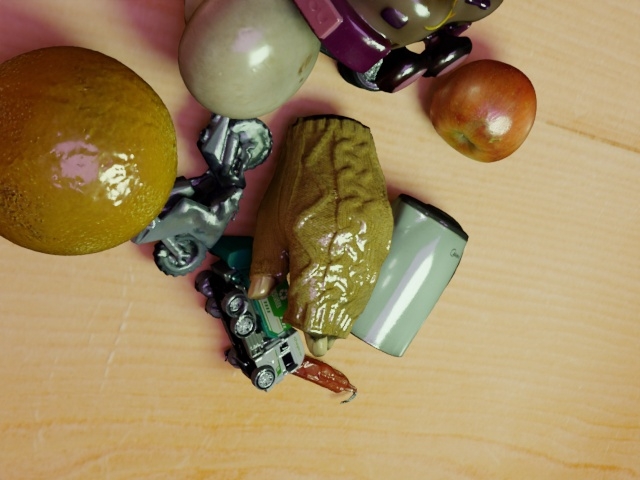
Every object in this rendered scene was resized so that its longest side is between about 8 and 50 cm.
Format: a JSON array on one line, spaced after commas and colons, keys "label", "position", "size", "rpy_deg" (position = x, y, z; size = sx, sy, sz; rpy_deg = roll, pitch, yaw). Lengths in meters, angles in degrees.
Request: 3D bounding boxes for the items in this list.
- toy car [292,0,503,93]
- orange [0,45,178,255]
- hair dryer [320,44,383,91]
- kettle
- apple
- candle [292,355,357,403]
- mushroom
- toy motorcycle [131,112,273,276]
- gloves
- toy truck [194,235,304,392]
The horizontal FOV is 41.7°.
[{"label": "toy car", "position": [0.127, -0.364, 1.067], "size": [0.341, 0.240, 0.271], "rpy_deg": [-33, 89, -48]}, {"label": "orange", "position": [-0.315, -0.109, 1.044], "size": [0.274, 0.274, 0.274], "rpy_deg": [-9, 115, -20]}, {"label": "hair dryer", "position": [0.006, -0.286, 1.201], "size": [0.219, 0.124, 0.071], "rpy_deg": [27, 97, -13]}, {"label": "kettle", "position": [0.142, 0.054, 1.380], "size": [0.221, 0.161, 0.236], "rpy_deg": [24, 99, -50]}, {"label": "apple", "position": [0.257, -0.205, 1.309], "size": [0.163, 0.163, 0.139], "rpy_deg": [43, 77, -31]}, {"label": "candle", "position": [0.007, 0.240, 1.454], "size": [0.162, 0.048, 0.053], "rpy_deg": [29, 128, -32]}, {"label": "mushroom", "position": [-0.109, -0.268, 1.105], "size": [0.204, 0.204, 0.204], "rpy_deg": [-9, 115, -20]}, {"label": "toy motorcycle", "position": [-0.186, -0.073, 1.208], "size": [0.159, 0.106, 0.270], "rpy_deg": [22, 106, -35]}, {"label": "gloves", "position": [0.004, -0.010, 1.218], "size": [0.203, 0.155, 0.356], "rpy_deg": [5, 81, -13]}, {"label": "toy truck", "position": [-0.108, 0.109, 1.317], "size": [0.124, 0.114, 0.253], "rpy_deg": [-31, 121, -21]}]
